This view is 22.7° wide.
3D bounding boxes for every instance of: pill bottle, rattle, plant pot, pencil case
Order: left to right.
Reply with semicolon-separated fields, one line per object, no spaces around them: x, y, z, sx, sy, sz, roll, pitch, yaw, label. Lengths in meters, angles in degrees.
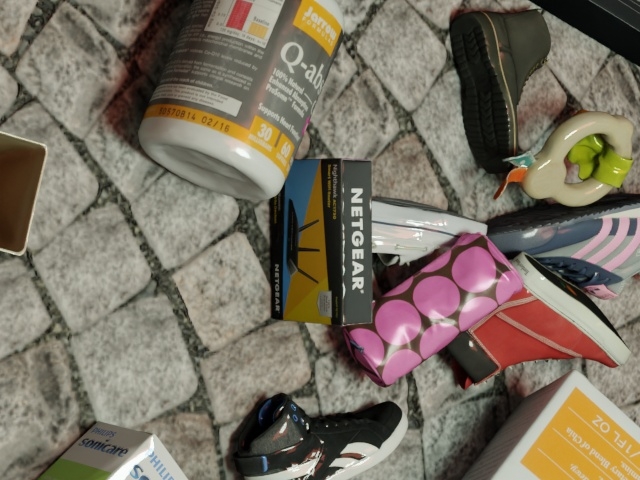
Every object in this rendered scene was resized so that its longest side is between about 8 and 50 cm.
-0.338;-0.050;1.512;0.109;0.096;0.109;17;80;-35;plant pot
-0.070;-0.196;1.667;0.162;0.162;0.278;30;74;-33;pill bottle
0.124;0.074;1.819;0.209;0.095;0.098;-34;80;-7;pencil case
0.272;-0.115;1.948;0.200;0.143;0.130;-16;143;-16;rattle

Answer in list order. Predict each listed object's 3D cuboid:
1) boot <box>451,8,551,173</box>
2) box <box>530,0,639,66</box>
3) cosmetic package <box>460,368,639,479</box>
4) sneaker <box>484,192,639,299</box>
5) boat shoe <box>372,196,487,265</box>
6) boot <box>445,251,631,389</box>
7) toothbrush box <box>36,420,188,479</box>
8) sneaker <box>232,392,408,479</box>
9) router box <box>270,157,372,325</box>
0.242;-0.189;1.953;0.137;0.077;0.198;-16;101;-40;boot
0.404;-0.345;2.047;0.261;0.103;0.184;24;80;-34;box
0.227;0.397;1.851;0.230;0.161;0.453;41;65;0;cosmetic package
0.334;0.017;2.000;0.319;0.112;0.131;-8;101;-32;sneaker
0.087;-0.008;1.847;0.226;0.083;0.076;10;98;-25;boat shoe
0.260;0.132;1.955;0.244;0.088;0.176;32;106;-38;boot
-0.236;0.352;1.583;0.283;0.122;0.206;-44;116;-29;toothbrush box
0.001;0.209;1.777;0.217;0.079;0.121;-32;111;-30;sneaker
0.000;0.000;1.739;0.046;0.133;0.179;-2;92;-37;router box
